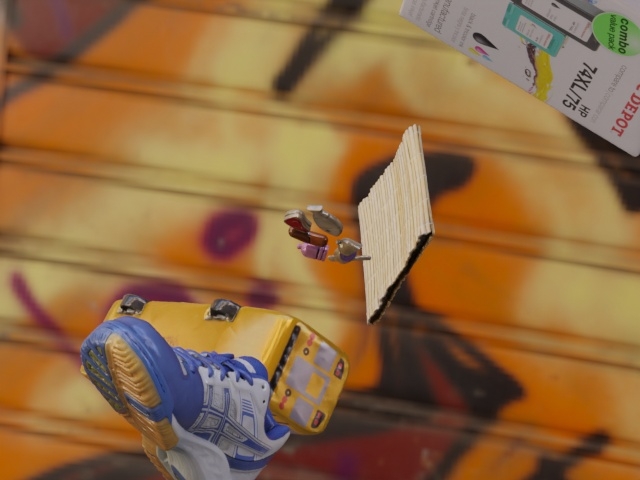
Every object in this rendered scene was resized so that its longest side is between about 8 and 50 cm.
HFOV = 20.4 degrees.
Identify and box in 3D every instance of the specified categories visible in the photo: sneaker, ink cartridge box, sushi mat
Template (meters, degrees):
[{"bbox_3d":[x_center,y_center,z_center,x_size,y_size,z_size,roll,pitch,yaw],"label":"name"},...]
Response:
[{"bbox_3d":[-0.117,0.134,1.625,0.112,0.131,0.296,38,-16,32],"label":"sneaker"},{"bbox_3d":[0.250,-0.257,1.653,0.270,0.197,0.198,32,-27,7],"label":"ink cartridge box"},{"bbox_3d":[0.092,-0.026,2.255,0.019,0.151,0.316,24,25,-13],"label":"sushi mat"}]

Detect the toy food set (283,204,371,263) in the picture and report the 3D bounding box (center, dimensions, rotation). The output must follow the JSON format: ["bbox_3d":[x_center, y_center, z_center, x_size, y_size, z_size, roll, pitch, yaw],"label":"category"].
[{"bbox_3d":[0.000,0.000,1.924,0.078,0.019,0.122,-3,-30,36],"label":"toy food set"}]

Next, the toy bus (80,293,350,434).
[{"bbox_3d":[-0.128,0.139,2.012,0.130,0.108,0.332,36,-22,-34],"label":"toy bus"}]
